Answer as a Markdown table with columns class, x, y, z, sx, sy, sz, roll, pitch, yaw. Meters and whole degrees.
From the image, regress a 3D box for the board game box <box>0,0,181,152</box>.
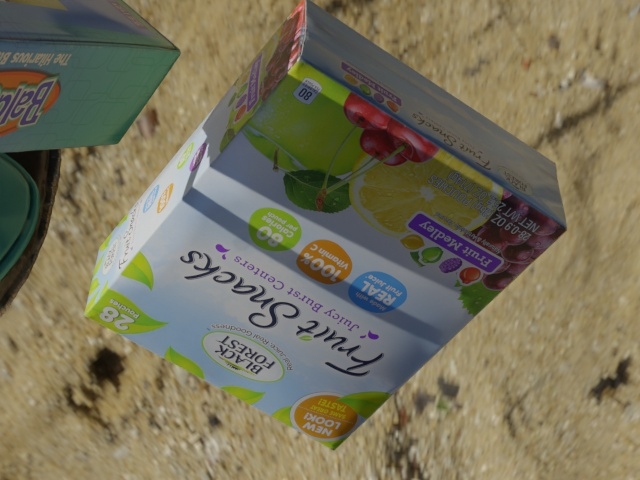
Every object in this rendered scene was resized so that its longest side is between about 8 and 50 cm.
| class | x | y | z | sx | sy | sz | roll | pitch | yaw |
| --- | --- | --- | --- | --- | --- | --- | --- | --- | --- |
| board game box | -0.156 | -0.090 | 0.447 | 0.160 | 0.210 | 0.047 | 41 | 109 | 14 |

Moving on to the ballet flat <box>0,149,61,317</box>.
| class | x | y | z | sx | sy | sz | roll | pitch | yaw |
| --- | --- | --- | --- | --- | --- | --- | --- | --- | --- |
| ballet flat | -0.161 | -0.025 | 0.619 | 0.108 | 0.106 | 0.316 | 31 | 41 | -9 |

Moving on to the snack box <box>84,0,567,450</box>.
| class | x | y | z | sx | sy | sz | roll | pitch | yaw |
| --- | --- | --- | --- | --- | --- | --- | --- | --- | --- |
| snack box | 0.000 | 0.000 | 0.805 | 0.174 | 0.207 | 0.070 | 30 | 34 | -19 |
